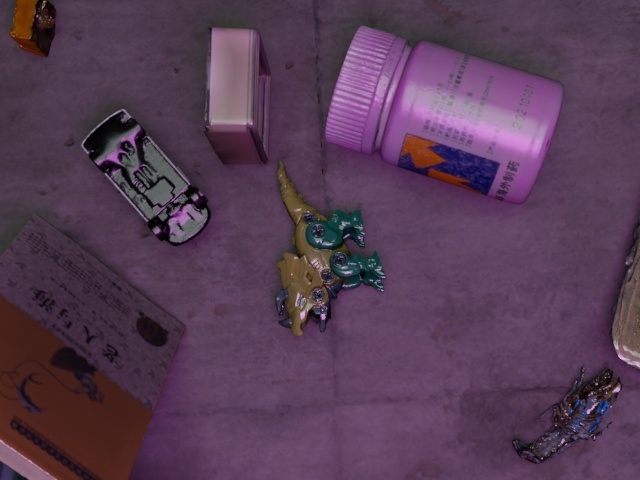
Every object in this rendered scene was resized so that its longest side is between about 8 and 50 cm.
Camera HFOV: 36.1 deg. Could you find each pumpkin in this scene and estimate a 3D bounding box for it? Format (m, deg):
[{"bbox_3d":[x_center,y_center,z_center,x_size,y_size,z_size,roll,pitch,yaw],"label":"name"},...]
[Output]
[{"bbox_3d":[-0.417,-0.321,1.444,0.053,0.074,0.083,6,83,8],"label":"pumpkin"}]

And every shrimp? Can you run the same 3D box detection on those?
[{"bbox_3d":[0.337,0.238,1.327,0.174,0.076,0.082,-40,40,0],"label":"shrimp"}]

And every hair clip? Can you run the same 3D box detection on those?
[{"bbox_3d":[0.479,0.040,1.334,0.138,0.091,0.321,19,70,14],"label":"hair clip"}]

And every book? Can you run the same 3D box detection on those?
[{"bbox_3d":[-0.309,0.136,1.190,0.269,0.389,0.032,39,115,-16],"label":"book"}]

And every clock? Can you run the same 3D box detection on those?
[{"bbox_3d":[-0.112,-0.195,1.347,0.071,0.192,0.147,1,80,2],"label":"clock"}]

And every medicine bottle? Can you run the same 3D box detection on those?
[{"bbox_3d":[0.167,-0.172,1.337,0.290,0.178,0.178,17,82,5],"label":"medicine bottle"}]

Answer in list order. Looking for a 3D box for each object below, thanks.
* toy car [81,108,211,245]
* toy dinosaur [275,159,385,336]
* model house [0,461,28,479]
[{"bbox_3d":[-0.238,-0.081,1.381,0.089,0.108,0.210,-42,85,-7],"label":"toy car"},{"bbox_3d":[0.000,0.000,1.366,0.153,0.094,0.259,-9,71,-3],"label":"toy dinosaur"},{"bbox_3d":[-0.520,0.211,1.289,0.329,0.251,0.295,-1,83,11],"label":"model house"}]
